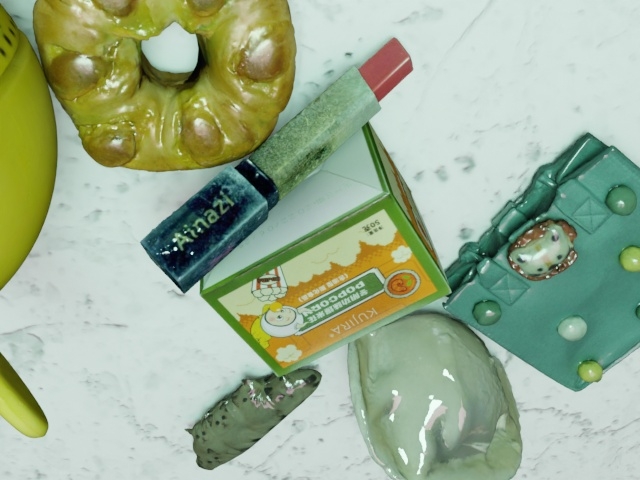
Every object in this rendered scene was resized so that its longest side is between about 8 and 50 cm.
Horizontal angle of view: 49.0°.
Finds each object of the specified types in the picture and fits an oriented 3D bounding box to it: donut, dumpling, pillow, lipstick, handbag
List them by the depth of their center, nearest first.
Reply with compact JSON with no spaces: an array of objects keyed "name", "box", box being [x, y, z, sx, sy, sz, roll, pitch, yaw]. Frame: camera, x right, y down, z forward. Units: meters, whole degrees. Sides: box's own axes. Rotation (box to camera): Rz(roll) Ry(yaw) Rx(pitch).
[{"name":"donut","box":[-0.126,-0.163,0.601,0.226,0.114,0.227,-5,127,-7]},{"name":"lipstick","box":[-0.023,-0.079,0.628,0.312,0.051,0.051,-43,167,-14]},{"name":"handbag","box":[0.315,0.046,0.831,0.274,0.100,0.269,31,117,-27]},{"name":"dumpling","box":[0.150,0.196,0.840,0.243,0.227,0.175,-7,142,-8]},{"name":"pillow","box":[-0.104,0.233,0.935,0.093,0.051,0.241,34,117,-28]}]

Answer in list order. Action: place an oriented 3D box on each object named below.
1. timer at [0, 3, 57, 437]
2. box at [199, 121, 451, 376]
[{"name":"timer","box":[-0.355,-0.036,0.516,0.375,0.376,0.387,-15,130,3]},{"name":"box","box":[0.000,0.000,0.700,0.194,0.178,0.148,-28,126,12]}]
